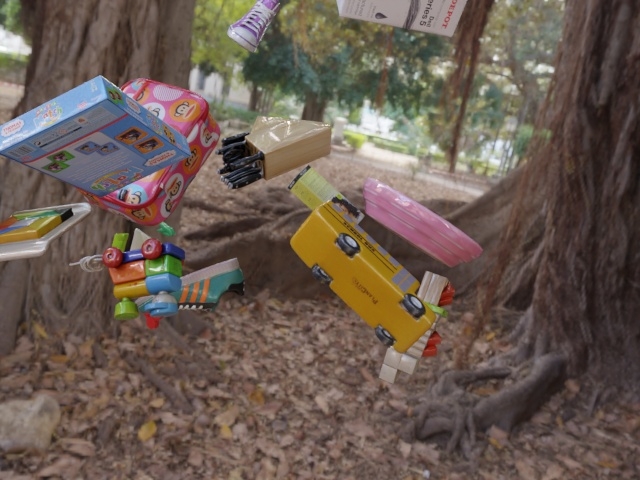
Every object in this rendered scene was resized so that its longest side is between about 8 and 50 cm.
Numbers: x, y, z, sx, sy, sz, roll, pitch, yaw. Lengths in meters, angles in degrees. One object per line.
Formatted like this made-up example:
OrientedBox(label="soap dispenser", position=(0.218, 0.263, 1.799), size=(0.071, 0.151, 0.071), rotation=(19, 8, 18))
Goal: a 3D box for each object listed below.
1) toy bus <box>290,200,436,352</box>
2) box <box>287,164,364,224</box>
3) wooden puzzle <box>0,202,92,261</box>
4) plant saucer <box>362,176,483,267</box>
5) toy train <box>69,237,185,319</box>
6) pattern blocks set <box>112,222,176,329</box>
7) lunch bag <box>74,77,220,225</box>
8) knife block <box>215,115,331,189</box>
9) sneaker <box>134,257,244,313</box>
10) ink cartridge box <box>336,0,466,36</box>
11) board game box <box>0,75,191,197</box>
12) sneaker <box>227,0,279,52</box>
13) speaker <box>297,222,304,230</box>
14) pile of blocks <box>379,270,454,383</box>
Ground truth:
OrientedBox(label="toy bus", position=(0.092, 0.072, 1.326), size=(0.332, 0.108, 0.130), rotation=(43, 26, 7))
OrientedBox(label="box", position=(0.017, -0.116, 1.900), size=(0.232, 0.058, 0.087), rotation=(41, 45, -2))
OrientedBox(label="wooden puzzle", position=(-0.662, -0.025, 1.435), size=(0.220, 0.044, 0.239), rotation=(-7, 25, 9))
OrientedBox(label="plant saucer", position=(0.234, -0.033, 1.557), size=(0.332, 0.084, 0.332), rotation=(32, 3, -2))
OrientedBox(label="toy train", position=(-0.388, 0.093, 1.257), size=(0.247, 0.144, 0.105), rotation=(-12, -20, 16))
OrientedBox(label="pattern blocks set", position=(-0.512, 0.070, 1.878), size=(0.285, 0.325, 0.026), rotation=(41, 30, 21))
OrientedBox(label="lunch bag", position=(-0.378, -0.193, 1.329), size=(0.258, 0.293, 0.120), rotation=(20, -21, 19))
OrientedBox(label="knife block", position=(-0.121, -0.214, 1.629), size=(0.275, 0.088, 0.242), rotation=(7, 44, 4))
OrientedBox(label="sneaker", position=(-0.344, 0.151, 1.733), size=(0.302, 0.121, 0.108), rotation=(-21, 4, -22))
OrientedBox(label="ink cartridge box", position=(0.189, -0.578, 1.389), size=(0.272, 0.198, 0.115), rotation=(6, 46, -13))
OrientedBox(label="board game box", position=(-0.293, -0.128, 0.853), size=(0.160, 0.039, 0.211), rotation=(-23, -17, 10))
OrientedBox(label="sneaker", position=(-0.199, -0.682, 1.957), size=(0.102, 0.161, 0.282), rotation=(32, 25, -15))
OrientedBox(label="speaker", position=(0.000, 0.000, 1.802), size=(0.136, 0.055, 0.055), rotation=(24, 6, -23))
OrientedBox(label="pile of blocks", position=(0.289, 0.251, 1.754), size=(0.112, 0.362, 0.149), rotation=(19, -28, 23))
